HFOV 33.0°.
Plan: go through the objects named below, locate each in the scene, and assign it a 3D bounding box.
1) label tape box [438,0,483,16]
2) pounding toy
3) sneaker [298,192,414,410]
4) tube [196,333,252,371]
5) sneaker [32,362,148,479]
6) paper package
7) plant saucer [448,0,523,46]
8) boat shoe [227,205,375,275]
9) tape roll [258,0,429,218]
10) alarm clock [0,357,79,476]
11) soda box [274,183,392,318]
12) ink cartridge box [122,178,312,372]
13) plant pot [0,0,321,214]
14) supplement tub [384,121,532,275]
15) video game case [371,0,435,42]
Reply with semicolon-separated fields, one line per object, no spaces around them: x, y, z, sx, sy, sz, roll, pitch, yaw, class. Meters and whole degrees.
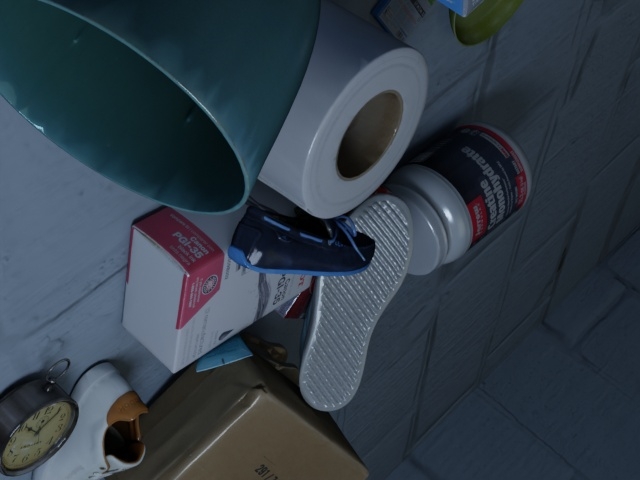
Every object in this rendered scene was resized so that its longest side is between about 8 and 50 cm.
0.087;-0.425;1.084;0.115;0.249;0.348;-43;155;-18;label tape box
-0.150;0.276;1.902;0.154;0.155;0.269;2;118;-28;pounding toy
0.040;0.081;1.729;0.150;0.135;0.366;-109;-141;-71;sneaker
-0.149;0.145;1.584;0.080;0.052;0.207;-21;-165;-5;tube
-0.331;0.322;1.571;0.106;0.123;0.290;-23;145;-52;sneaker
-0.136;0.361;1.752;0.309;0.168;0.325;-44;132;3;paper package
0.276;-0.420;1.705;0.241;0.037;0.241;-40;154;-24;plant saucer
-0.006;-0.004;1.423;0.258;0.109;0.089;-3;111;-55;boat shoe
0.000;-0.172;1.379;0.246;0.169;0.246;-41;151;-28;tape roll
-0.377;0.228;1.421;0.192;0.064;0.129;-57;156;19;alarm clock
0.000;0.000;1.753;0.263;0.083;0.092;-56;157;9;soda box
-0.128;0.023;1.509;0.283;0.117;0.207;-31;149;-38;ink cartridge box
-0.135;-0.205;0.981;0.235;0.293;0.293;-60;161;-21;plant pot
0.230;-0.076;1.926;0.272;0.191;0.191;-36;152;-33;supplement tub
0.145;-0.371;1.566;0.166;0.015;0.119;-53;156;3;video game case
